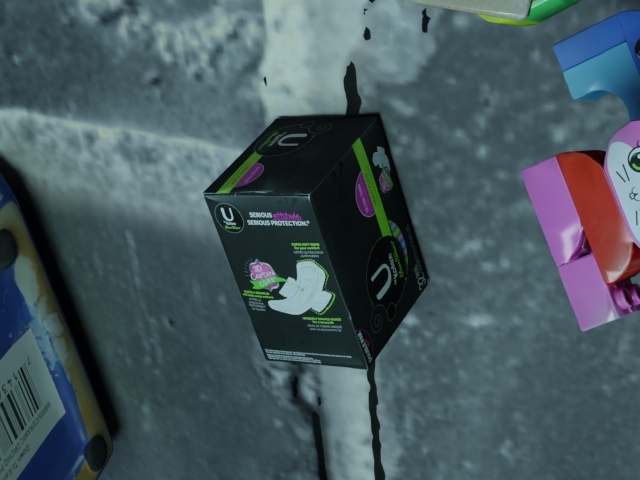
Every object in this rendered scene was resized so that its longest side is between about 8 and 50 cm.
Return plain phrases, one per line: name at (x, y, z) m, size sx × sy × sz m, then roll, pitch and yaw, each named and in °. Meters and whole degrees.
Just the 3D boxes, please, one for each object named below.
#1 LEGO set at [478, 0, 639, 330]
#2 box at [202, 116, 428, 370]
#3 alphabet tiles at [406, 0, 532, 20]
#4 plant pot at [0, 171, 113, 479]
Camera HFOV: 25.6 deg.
LEGO set at (0.090, -0.101, 0.405) m, size 0.093 × 0.087 × 0.227 m, roll -24°, pitch 82°, yaw 31°
box at (0.000, 0.000, 0.569) m, size 0.052 × 0.062 × 0.083 m, roll 2°, pitch 126°, yaw 32°
alphabet tiles at (0.040, -0.161, 0.374) m, size 0.237 × 0.009 × 0.198 m, roll 14°, pitch 94°, yaw 22°
plant pot at (-0.243, 0.090, 0.681) m, size 0.212 × 0.236 × 0.236 m, roll -1°, pitch 124°, yaw 24°
